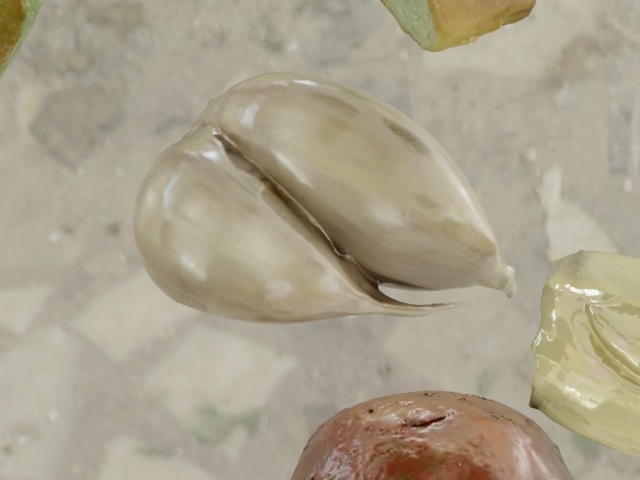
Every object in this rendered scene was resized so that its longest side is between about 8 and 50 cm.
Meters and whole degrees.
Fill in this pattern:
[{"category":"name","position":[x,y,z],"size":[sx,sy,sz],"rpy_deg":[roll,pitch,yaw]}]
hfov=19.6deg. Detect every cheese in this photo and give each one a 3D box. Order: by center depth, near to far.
[{"category":"cheese","position":[0.288,0.100,1.533],"size":[0.233,0.266,0.127],"rpy_deg":[19,104,11]}]

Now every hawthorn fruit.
[{"category":"hawthorn fruit","position":[0.116,0.286,1.828],"size":[0.316,0.316,0.316],"rpy_deg":[-4,56,6]}]

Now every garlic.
[{"category":"garlic","position":[0.000,0.000,1.614],"size":[0.340,0.246,0.231],"rpy_deg":[30,70,6]}]

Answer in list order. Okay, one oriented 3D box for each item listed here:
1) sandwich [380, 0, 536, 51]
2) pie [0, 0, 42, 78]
[{"category":"sandwich","position":[0.033,-0.214,0.926],"size":[0.065,0.215,0.186],"rpy_deg":[-27,53,-10]},{"category":"pie","position":[-0.322,-0.159,1.405],"size":[0.067,0.302,0.302],"rpy_deg":[38,69,19]}]
